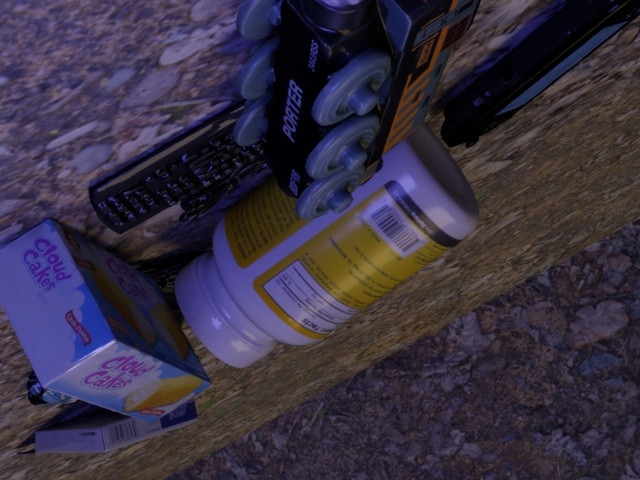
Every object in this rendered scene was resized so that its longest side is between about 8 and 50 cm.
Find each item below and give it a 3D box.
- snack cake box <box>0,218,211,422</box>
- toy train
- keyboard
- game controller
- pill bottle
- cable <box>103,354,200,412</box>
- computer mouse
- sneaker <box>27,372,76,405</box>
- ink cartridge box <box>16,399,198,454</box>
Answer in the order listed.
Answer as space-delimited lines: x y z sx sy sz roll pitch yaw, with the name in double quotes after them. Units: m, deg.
-0.228 0.092 1.249 0.089 0.152 0.264 -33 159 5 "snack cake box"
0.032 -0.147 1.018 0.190 0.142 0.334 -35 163 -19 "toy train"
-0.078 -0.093 1.221 0.317 0.033 0.201 -29 166 1 "keyboard"
0.283 -0.218 1.428 0.319 0.067 0.166 -39 164 35 "game controller"
0.000 0.000 1.358 0.334 0.188 0.188 -36 165 18 "pill bottle"
-0.269 0.222 1.941 0.184 0.047 0.150 -8 150 -51 "cable"
-0.233 0.110 1.526 0.188 0.072 0.272 -15 142 -38 "computer mouse"
-0.358 0.194 1.606 0.073 0.063 0.162 -17 162 -31 "sneaker"
-0.361 0.313 1.993 0.224 0.045 0.223 -10 180 36 "ink cartridge box"
